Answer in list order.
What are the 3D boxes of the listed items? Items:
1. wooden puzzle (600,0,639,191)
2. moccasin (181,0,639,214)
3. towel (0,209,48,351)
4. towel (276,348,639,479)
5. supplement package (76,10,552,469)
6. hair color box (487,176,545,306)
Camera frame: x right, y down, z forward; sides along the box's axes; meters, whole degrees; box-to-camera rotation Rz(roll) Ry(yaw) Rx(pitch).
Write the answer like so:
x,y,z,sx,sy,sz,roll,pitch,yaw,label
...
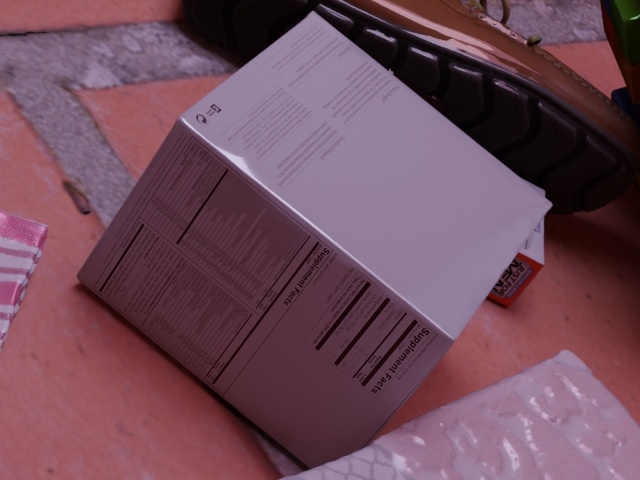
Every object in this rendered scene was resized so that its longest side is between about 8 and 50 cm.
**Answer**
x,y,z,sx,sy,sz,roll,pitch,yaw,label
0.286,-0.078,1.383,0.348,0.080,0.322,65,9,-47,wooden puzzle
0.079,-0.144,1.362,0.380,0.139,0.147,24,45,-2,moccasin
-0.239,0.025,0.984,0.144,0.029,0.197,27,37,-12,towel
0.155,0.225,1.000,0.317,0.053,0.332,-15,60,-47,towel
0.000,0.000,1.107,0.203,0.149,0.194,39,36,3,supplement package
0.081,-0.030,1.292,0.167,0.053,0.093,26,37,-12,hair color box
